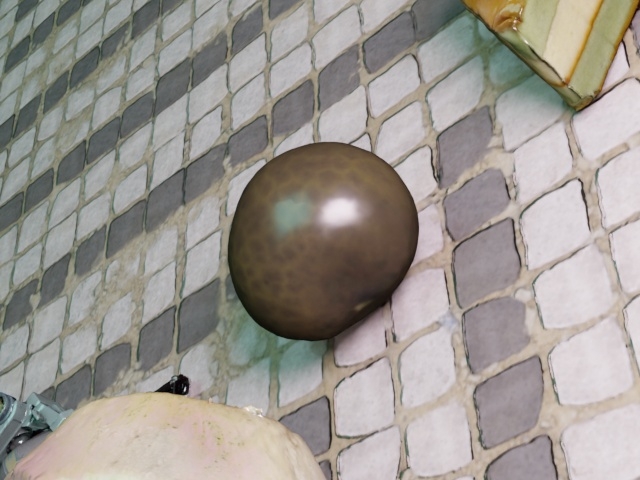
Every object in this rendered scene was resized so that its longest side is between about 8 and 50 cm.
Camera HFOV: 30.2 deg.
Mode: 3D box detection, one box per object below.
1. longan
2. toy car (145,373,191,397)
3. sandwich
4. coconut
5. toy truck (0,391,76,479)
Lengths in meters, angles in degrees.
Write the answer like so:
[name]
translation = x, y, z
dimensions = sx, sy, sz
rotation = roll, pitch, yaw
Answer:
[longan]
translation = 0.000, 0.000, 1.226
dimensions = 0.212, 0.198, 0.198
rotation = -64, 33, 13
[toy car]
translation = -0.183, 0.191, 1.418
dimensions = 0.093, 0.025, 0.041
rotation = -32, 42, 34
[sandwich]
translation = 0.204, -0.256, 1.223
dimensions = 0.198, 0.155, 0.227
rotation = 0, 62, 52
[coconut]
translation = -0.129, 0.318, 0.990
dimensions = 0.353, 0.353, 0.352
rotation = -30, 42, 31
[toy truck]
translation = -0.396, 0.308, 1.510
dimensions = 0.140, 0.108, 0.256
rotation = 35, 87, 42
